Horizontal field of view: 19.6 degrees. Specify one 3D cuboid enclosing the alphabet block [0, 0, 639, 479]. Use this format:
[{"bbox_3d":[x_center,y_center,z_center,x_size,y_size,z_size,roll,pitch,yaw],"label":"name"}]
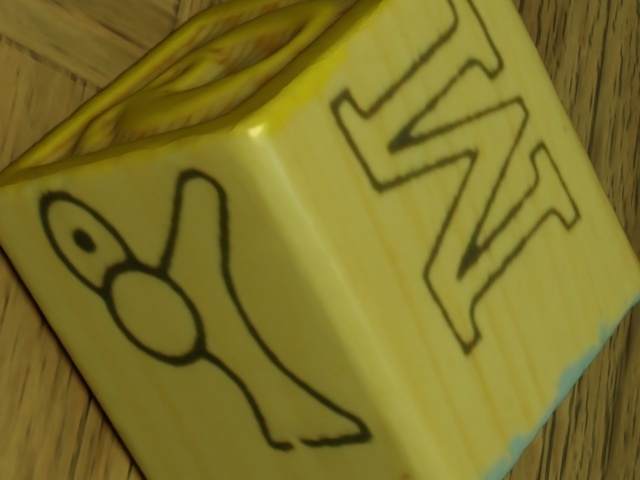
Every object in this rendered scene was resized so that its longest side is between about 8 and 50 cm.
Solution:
[{"bbox_3d":[0.000,0.000,0.848,0.193,0.192,0.197,-46,116,-42],"label":"alphabet block"}]
